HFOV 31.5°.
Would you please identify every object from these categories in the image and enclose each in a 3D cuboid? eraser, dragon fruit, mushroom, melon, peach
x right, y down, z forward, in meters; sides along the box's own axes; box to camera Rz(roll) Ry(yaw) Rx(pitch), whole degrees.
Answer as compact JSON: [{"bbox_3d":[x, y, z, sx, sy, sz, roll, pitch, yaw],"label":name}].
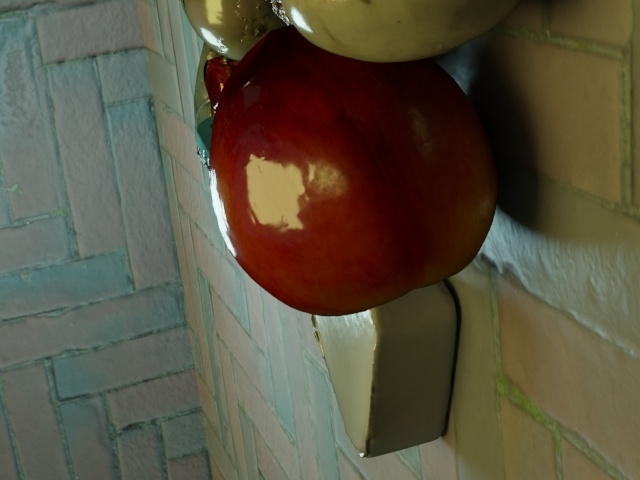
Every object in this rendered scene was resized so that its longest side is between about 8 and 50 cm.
[{"bbox_3d":[0.105,0.190,1.816,0.331,0.149,0.331,170,90,-72],"label":"eraser"},{"bbox_3d":[-0.122,-0.304,2.153,0.160,0.172,0.167,17,114,62],"label":"dragon fruit"},{"bbox_3d":[0.072,-0.365,1.225,0.336,0.314,0.314,69,166,-16],"label":"mushroom"},{"bbox_3d":[-0.139,-0.446,2.024,0.317,0.223,0.223,-113,19,-53],"label":"melon"},{"bbox_3d":[0.032,-0.098,1.449,0.388,0.388,0.388,168,90,-74],"label":"peach"}]

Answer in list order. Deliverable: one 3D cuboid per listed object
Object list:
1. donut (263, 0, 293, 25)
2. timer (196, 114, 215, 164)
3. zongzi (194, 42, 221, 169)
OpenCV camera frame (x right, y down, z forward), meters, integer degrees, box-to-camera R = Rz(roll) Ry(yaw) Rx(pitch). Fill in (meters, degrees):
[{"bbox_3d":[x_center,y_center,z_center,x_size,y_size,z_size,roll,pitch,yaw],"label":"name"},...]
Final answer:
[{"bbox_3d":[-0.022,-0.446,1.852,0.187,0.144,0.126,-63,6,-27],"label":"donut"},{"bbox_3d":[-0.079,-0.181,1.972,0.232,0.250,0.091,-124,26,-51],"label":"timer"},{"bbox_3d":[-0.196,-0.327,2.400,0.356,0.174,0.393,177,82,-77],"label":"zongzi"}]
